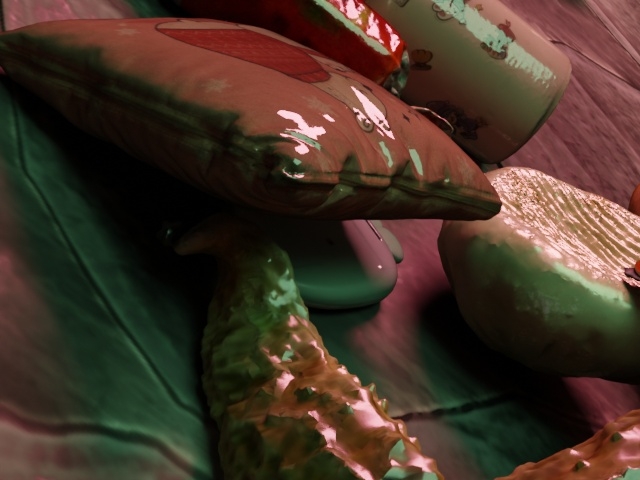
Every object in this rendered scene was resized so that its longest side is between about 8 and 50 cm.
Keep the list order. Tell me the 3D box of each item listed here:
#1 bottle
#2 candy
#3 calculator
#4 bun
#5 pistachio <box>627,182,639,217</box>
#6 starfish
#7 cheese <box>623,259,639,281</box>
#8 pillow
[{"bbox_3d":[0.073,-0.165,1.005,0.233,0.110,0.110,35,30,-13],"label":"bottle"},{"bbox_3d":[-0.021,-0.152,0.889,0.292,0.086,0.059,39,40,-10],"label":"candy"},{"bbox_3d":[0.000,0.000,0.785,0.153,0.021,0.095,-7,57,-50],"label":"calculator"},{"bbox_3d":[0.156,0.032,0.851,0.183,0.102,0.183,20,28,-11],"label":"bun"},{"bbox_3d":[0.353,0.040,0.992,0.230,0.230,0.309,27,26,-26],"label":"pistachio"},{"bbox_3d":[0.102,0.130,0.542,0.324,0.082,0.432,-9,45,0],"label":"starfish"},{"bbox_3d":[0.302,0.004,0.814,0.256,0.037,0.106,-14,22,-31],"label":"cheese"},{"bbox_3d":[-0.035,-0.069,0.737,0.223,0.084,0.236,32,18,31],"label":"pillow"}]
